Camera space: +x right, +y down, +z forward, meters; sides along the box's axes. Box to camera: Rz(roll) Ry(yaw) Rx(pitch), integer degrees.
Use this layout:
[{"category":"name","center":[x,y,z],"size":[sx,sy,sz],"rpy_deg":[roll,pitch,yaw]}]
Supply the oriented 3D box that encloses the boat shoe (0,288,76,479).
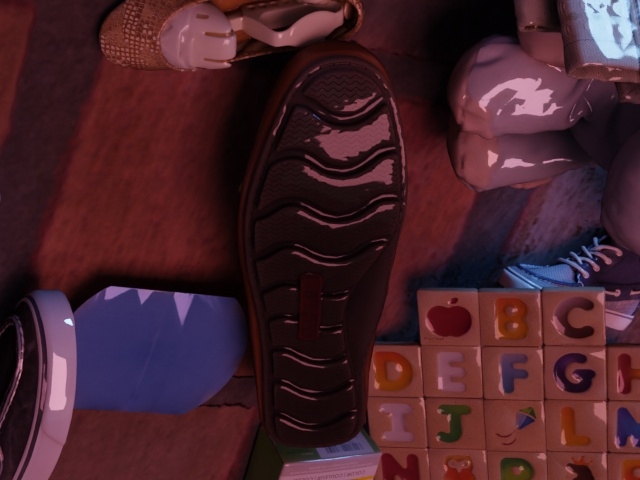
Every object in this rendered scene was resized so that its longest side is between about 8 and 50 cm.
[{"category":"boat shoe","center":[-0.283,0.165,1.088],"size":[0.102,0.108,0.301],"rpy_deg":[7,125,-34]}]

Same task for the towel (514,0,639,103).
[{"category":"towel","center":[0.262,-0.245,1.003],"size":[0.312,0.324,0.056],"rpy_deg":[2,160,-30]}]

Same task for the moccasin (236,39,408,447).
[{"category":"moccasin","center":[0.003,0.000,1.112],"size":[0.139,0.147,0.380],"rpy_deg":[-5,131,-1]}]

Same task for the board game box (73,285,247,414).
[{"category":"board game box","center":[-0.148,0.087,1.152],"size":[0.168,0.033,0.133],"rpy_deg":[7,123,-27]}]

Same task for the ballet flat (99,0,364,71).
[{"category":"ballet flat","center":[-0.059,-0.162,1.002],"size":[0.206,0.067,0.073],"rpy_deg":[-18,128,-18]}]

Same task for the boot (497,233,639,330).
[{"category":"boot","center":[0.254,0.028,1.318],"size":[0.190,0.069,0.086],"rpy_deg":[14,107,-44]}]

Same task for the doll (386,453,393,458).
[{"category":"doll","center":[0.113,0.218,1.377],"size":[0.129,0.046,0.189],"rpy_deg":[11,116,-35]}]

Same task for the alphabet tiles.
[{"category":"alphabet tiles","center":[0.187,0.199,1.291],"size":[0.285,0.011,0.343],"rpy_deg":[0,114,14]}]

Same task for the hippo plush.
[{"category":"hippo plush","center":[0.258,-0.069,1.098],"size":[0.294,0.237,0.234],"rpy_deg":[-9,146,-42]}]

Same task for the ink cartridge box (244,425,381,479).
[{"category":"ink cartridge box","center":[-0.024,0.276,1.331],"size":[0.109,0.062,0.209],"rpy_deg":[0,122,-29]}]
